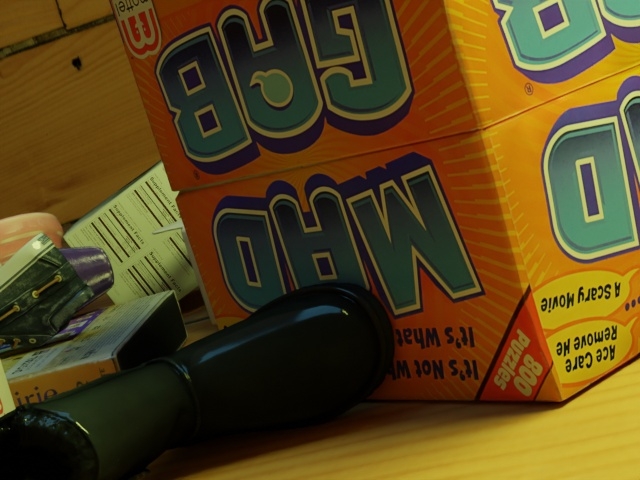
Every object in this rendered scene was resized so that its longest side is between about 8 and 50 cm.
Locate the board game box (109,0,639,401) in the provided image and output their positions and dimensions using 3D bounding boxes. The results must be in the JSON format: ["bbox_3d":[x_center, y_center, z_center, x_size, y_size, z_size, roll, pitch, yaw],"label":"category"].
[{"bbox_3d":[0.116,-0.108,1.042,0.356,0.356,0.356,-23,10,-37],"label":"board game box"}]

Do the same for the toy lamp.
[{"bbox_3d":[-0.345,0.069,1.385,0.274,0.080,0.080,-18,7,-27],"label":"toy lamp"}]

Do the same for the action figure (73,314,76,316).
[{"bbox_3d":[-0.427,0.096,1.576,0.275,0.141,0.164,-15,-20,-15],"label":"action figure"}]

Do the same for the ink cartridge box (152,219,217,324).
[{"bbox_3d":[0.000,0.000,1.431,0.207,0.119,0.353,-24,11,-36],"label":"ink cartridge box"}]

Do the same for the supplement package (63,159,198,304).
[{"bbox_3d":[-0.187,-0.019,1.687,0.203,0.149,0.194,-37,8,1],"label":"supplement package"}]

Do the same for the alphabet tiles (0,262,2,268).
[{"bbox_3d":[-0.491,0.115,1.683,0.237,0.009,0.198,-20,48,-18],"label":"alphabet tiles"}]

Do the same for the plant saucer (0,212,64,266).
[{"bbox_3d":[-0.507,0.075,1.919,0.332,0.084,0.332,-29,-7,-4],"label":"plant saucer"}]

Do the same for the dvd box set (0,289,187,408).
[{"bbox_3d":[-0.358,0.154,1.322,0.420,0.062,0.307,-15,7,5],"label":"dvd box set"}]

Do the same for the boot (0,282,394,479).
[{"bbox_3d":[-0.093,0.116,0.901,0.246,0.094,0.207,-21,1,32],"label":"boot"}]

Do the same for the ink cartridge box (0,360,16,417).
[{"bbox_3d":[-0.314,0.145,0.960,0.092,0.160,0.219,-11,10,24],"label":"ink cartridge box"}]

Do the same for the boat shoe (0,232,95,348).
[{"bbox_3d":[-0.304,0.082,1.287,0.183,0.083,0.065,-42,4,8],"label":"boat shoe"}]
